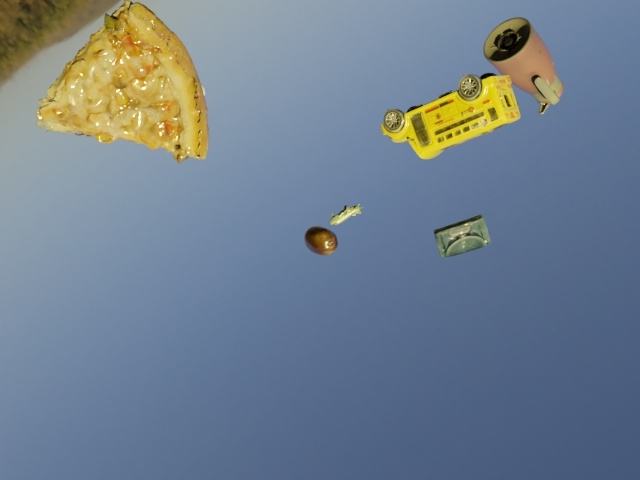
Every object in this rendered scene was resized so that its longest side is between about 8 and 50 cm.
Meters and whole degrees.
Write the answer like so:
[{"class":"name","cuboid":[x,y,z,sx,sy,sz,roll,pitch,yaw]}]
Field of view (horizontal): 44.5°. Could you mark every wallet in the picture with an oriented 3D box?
[{"class":"wallet","cuboid":[0.348,-0.006,1.921,0.129,0.088,0.026,-18,-149,5]}]

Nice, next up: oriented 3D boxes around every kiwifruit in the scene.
[{"class":"kiwifruit","cuboid":[0.000,0.000,2.008,0.075,0.075,0.124,-43,-157,-8]}]

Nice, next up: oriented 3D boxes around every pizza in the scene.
[{"class":"pizza","cuboid":[-0.447,-0.388,1.915,0.080,0.434,0.392,-114,-141,-49]}]

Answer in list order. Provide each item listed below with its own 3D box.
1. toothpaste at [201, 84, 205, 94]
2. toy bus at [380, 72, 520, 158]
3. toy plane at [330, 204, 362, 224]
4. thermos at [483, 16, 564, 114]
[{"class":"toothpaste","cuboid":[-0.451,-0.455,2.351,0.299,0.114,0.073,19,-98,49]},{"class":"toy bus","cuboid":[0.319,-0.304,1.957,0.330,0.152,0.144,-20,180,36]},{"class":"toy plane","cuboid":[0.078,-0.083,2.427,0.111,0.040,0.102,-24,163,7]},{"class":"thermos","cuboid":[0.588,-0.475,2.183,0.146,0.265,0.176,-36,-138,22]}]
